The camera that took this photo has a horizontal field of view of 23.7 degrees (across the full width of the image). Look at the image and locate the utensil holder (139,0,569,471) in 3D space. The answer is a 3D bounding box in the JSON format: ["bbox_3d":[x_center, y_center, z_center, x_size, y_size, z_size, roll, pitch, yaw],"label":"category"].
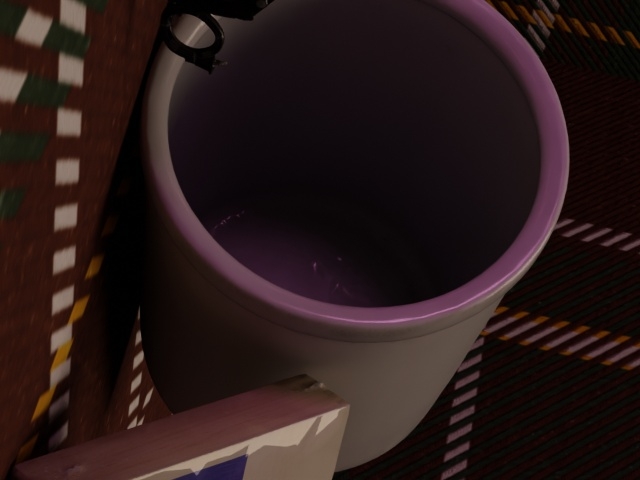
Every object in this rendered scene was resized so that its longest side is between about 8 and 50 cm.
[{"bbox_3d":[0.000,0.000,1.301,0.385,0.327,0.328,109,-5,-62],"label":"utensil holder"}]

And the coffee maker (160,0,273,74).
[{"bbox_3d":[-0.057,-0.240,1.028,0.171,0.120,0.178,-47,-163,37],"label":"coffee maker"}]

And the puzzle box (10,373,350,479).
[{"bbox_3d":[-0.127,0.307,1.122,0.272,0.052,0.409,-12,124,-45],"label":"puzzle box"}]
